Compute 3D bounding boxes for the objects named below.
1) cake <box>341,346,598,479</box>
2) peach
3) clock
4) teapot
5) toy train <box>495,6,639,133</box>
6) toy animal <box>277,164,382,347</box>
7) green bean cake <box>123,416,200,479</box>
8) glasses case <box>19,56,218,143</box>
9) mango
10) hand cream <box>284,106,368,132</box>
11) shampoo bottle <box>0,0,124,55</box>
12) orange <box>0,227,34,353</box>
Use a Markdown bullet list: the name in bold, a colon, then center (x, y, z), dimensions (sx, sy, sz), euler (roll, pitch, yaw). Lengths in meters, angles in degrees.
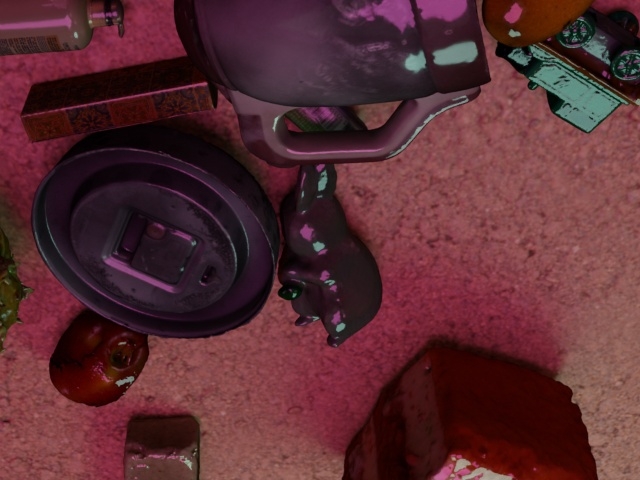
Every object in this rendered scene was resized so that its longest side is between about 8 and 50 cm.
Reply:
- **cake**: center (0.200, 0.340, 1.435), dimensions (0.270, 0.269, 0.320), euler (22, 119, -16)
- **peach**: center (-0.312, 0.156, 1.393), dimensions (0.172, 0.127, 0.092), euler (-16, 136, 39)
- **clock**: center (-0.200, -0.006, 1.261), dimensions (0.312, 0.061, 0.313), euler (7, 132, 8)
- **teapot**: center (0.014, -0.215, 1.080), dimensions (0.312, 0.233, 0.315), euler (-9, 126, 12)
- **toy train**: center (0.289, -0.210, 1.172), dimensions (0.227, 0.091, 0.136), euler (24, 130, -18)
- **toy animal**: center (0.000, -0.001, 1.298), dimensions (0.125, 0.127, 0.251), euler (0, 117, 24)
- **green bean cake**: center (-0.236, 0.352, 1.533), dimensions (0.109, 0.085, 0.179), euler (3, 125, -4)
- **glasses case**: center (-0.231, -0.163, 1.188), dimensions (0.218, 0.075, 0.049), euler (-10, 127, 4)
- **mango**: center (0.244, -0.337, 1.033), dimensions (0.177, 0.120, 0.295), euler (13, 108, -44)
- **hand cream**: center (-0.030, -0.181, 1.206), dimensions (0.086, 0.055, 0.235), euler (-42, 109, 19)
- **shampoo bottle**: center (-0.297, -0.246, 1.124), dimensions (0.161, 0.079, 0.079), euler (-4, 124, 0)
- **orange**: center (-0.494, 0.048, 1.179), dimensions (0.301, 0.300, 0.223), euler (34, 137, 1)
